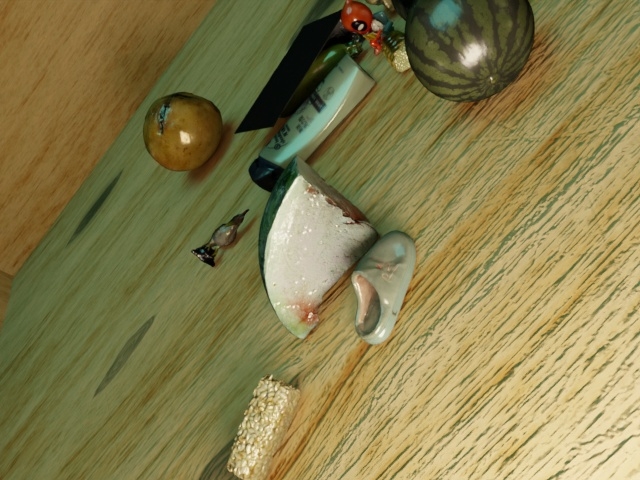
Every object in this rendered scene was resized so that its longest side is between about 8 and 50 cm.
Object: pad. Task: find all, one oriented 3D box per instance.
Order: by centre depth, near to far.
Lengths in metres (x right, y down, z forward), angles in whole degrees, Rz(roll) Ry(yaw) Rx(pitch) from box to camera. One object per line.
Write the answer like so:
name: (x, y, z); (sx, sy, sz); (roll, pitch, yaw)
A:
pad: (-0.080, -0.429, 1.467); (0.368, 0.007, 0.247); (-60, 28, -11)

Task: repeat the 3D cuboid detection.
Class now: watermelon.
watermelon: (0.239, -0.329, 0.929); (0.212, 0.212, 0.212); (-33, 39, 32)
watermelon: (0.000, 0.000, 1.054); (0.289, 0.213, 0.320); (-60, -32, -77)

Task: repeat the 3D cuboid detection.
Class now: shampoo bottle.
shampoo bottle: (-0.026, -0.259, 1.330); (0.359, 0.078, 0.134); (-46, 38, 16)

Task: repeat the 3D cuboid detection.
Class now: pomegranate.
pomegranate: (-0.427, -0.341, 1.786); (0.260, 0.260, 0.260); (-33, 39, 32)

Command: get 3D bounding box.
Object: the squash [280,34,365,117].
squash: (-0.016, -0.411, 1.449); (0.331, 0.087, 0.087); (-29, 41, 33)

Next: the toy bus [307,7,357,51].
toy bus: (0.041, -0.535, 1.490); (0.167, 0.073, 0.076); (-37, 34, 21)

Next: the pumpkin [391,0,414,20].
pumpkin: (0.246, -0.527, 1.094); (0.249, 0.216, 0.250); (-14, 44, 14)

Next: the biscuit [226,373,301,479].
biscuit: (-0.092, 0.304, 0.927); (0.070, 0.082, 0.169); (16, 73, 30)

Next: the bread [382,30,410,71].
bread: (0.167, -0.410, 1.231); (0.110, 0.060, 0.066); (-107, 28, -52)

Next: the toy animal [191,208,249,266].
toy animal: (-0.243, -0.012, 1.409); (0.202, 0.070, 0.105); (-44, 16, 26)

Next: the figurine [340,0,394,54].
figurine: (0.105, -0.494, 1.307); (0.068, 0.140, 0.075); (3, 65, 56)

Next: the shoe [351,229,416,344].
shoe: (0.089, 0.063, 0.901); (0.079, 0.078, 0.195); (-9, 59, 50)

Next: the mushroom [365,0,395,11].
mushroom: (0.162, -0.606, 1.356); (0.148, 0.112, 0.148); (-22, 1, 0)

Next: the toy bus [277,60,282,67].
toy bus: (-0.123, -0.451, 1.650); (0.061, 0.051, 0.153); (8, 68, 61)
